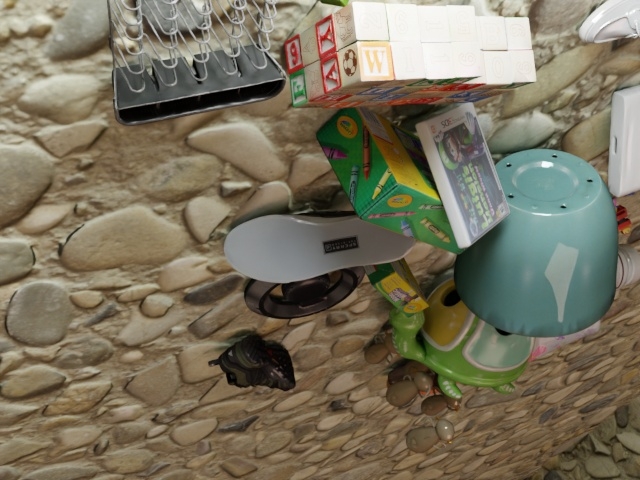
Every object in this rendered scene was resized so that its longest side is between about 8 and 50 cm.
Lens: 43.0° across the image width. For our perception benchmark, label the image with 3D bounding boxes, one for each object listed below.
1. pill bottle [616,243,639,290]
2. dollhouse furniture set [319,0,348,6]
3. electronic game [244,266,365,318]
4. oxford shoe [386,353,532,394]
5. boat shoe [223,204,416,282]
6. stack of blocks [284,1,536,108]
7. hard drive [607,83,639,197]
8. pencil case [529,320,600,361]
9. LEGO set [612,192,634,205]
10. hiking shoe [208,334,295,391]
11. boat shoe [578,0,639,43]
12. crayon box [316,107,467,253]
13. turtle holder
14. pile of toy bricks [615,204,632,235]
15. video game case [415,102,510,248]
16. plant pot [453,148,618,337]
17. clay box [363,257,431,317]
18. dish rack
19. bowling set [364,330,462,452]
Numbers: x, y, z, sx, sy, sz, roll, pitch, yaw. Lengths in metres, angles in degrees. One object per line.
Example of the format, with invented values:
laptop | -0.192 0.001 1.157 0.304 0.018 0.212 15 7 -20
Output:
pill bottle | 0.626 0.068 1.870 0.221 0.121 0.121 -7 144 -29
dollhouse furniture set | -0.013 -0.316 0.858 0.151 0.076 0.059 35 78 -54
electronic game | -0.027 0.079 1.481 0.229 0.048 0.229 -15 151 -8
oxford shoe | 0.322 0.276 1.995 0.363 0.133 0.130 -20 -165 12
boat shoe | 0.000 -0.004 1.321 0.306 0.113 0.105 -11 -173 2
stack of blocks | 0.127 -0.228 1.019 0.297 0.087 0.171 -7 -179 -29
hard drive | 0.671 -0.215 1.488 0.307 0.040 0.203 -18 124 -13
pencil case | 0.579 0.228 2.083 0.273 0.113 0.124 -23 135 -5
LEGO set | 0.633 -0.124 1.614 0.087 0.093 0.227 -11 146 -23
hiking shoe | -0.134 0.259 1.661 0.114 0.086 0.227 -21 146 18
boat shoe | 0.481 -0.334 1.217 0.184 0.063 0.066 -22 149 -7
crayon box | 0.134 -0.088 1.235 0.081 0.165 0.278 -42 145 24
turtle holder | 0.307 0.172 1.731 0.320 0.243 0.227 17 124 4
pile of toy bricks | 0.572 0.016 1.727 0.212 0.118 0.105 -29 104 6
video game case | 0.217 -0.103 1.211 0.022 0.190 0.173 -15 -171 37
plant pot | 0.383 -0.017 1.430 0.293 0.293 0.235 -18 132 -12
clay box | 0.129 0.058 1.487 0.053 0.127 0.222 -31 148 10
dish rack | -0.133 -0.245 0.877 0.208 0.074 0.271 -15 156 -18
bowling set | 0.250 0.315 1.843 0.200 0.287 0.154 -20 166 -36
